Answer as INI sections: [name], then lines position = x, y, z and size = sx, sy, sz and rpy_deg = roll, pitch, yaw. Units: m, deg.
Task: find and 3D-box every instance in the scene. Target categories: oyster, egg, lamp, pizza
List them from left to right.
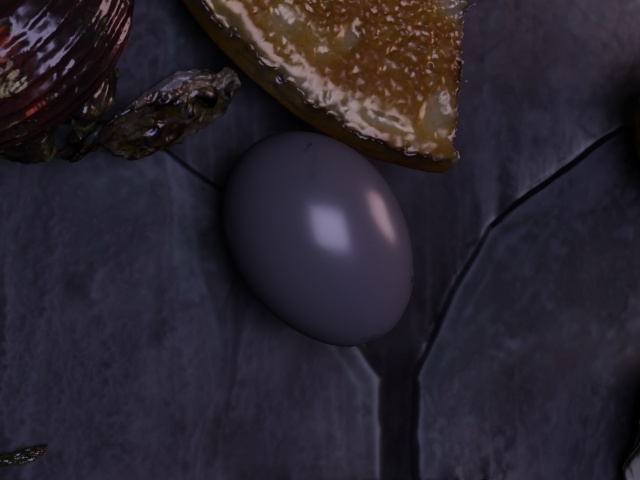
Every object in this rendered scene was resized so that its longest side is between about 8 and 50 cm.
[lamp]
position = -0.252, -0.166, 1.437
size = 0.247, 0.247, 0.247
rpy_deg = 0, 90, -24
[oyster]
position = -0.135, -0.102, 1.558
size = 0.177, 0.105, 0.056
rpy_deg = -31, 90, -43
[egg]
position = 0.000, 0.000, 1.590
size = 0.146, 0.146, 0.198
rpy_deg = -34, 105, -21
[pizza]
position = 0.012, -0.206, 1.626
size = 0.323, 0.089, 0.223
rpy_deg = 37, 68, -14

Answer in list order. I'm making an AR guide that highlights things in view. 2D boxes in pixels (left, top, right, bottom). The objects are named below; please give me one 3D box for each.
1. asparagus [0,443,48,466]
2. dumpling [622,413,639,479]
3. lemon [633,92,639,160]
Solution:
[asparagus]
position = -0.276, 0.179, 1.538
size = 0.114, 0.014, 0.015
rpy_deg = -3, 108, -25
[dumpling]
position = 0.367, 0.163, 1.779
size = 0.136, 0.118, 0.199
rpy_deg = 29, 100, -20
[lemon]
position = 0.386, -0.113, 1.753
size = 0.193, 0.181, 0.180
rpy_deg = -25, 101, -45
